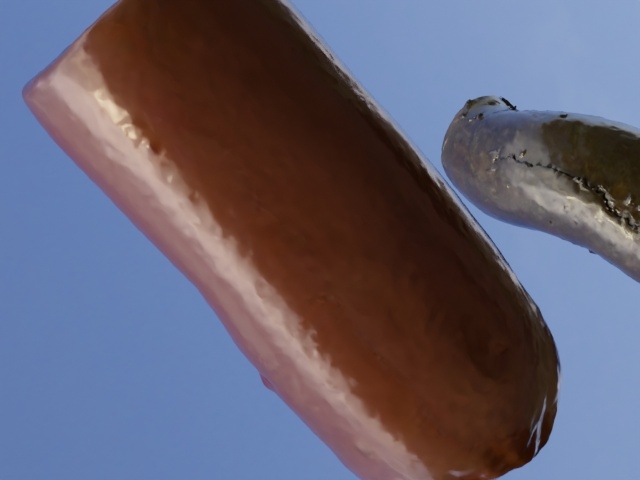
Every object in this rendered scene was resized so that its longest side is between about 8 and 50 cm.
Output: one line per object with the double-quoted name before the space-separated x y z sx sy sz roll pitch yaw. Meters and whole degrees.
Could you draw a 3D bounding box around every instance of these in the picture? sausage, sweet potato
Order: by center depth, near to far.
"sausage" 0.000 0.000 0.632 0.259 0.113 0.113 49 -133 -7
"sweet potato" 0.200 -0.009 0.935 0.286 0.112 0.085 32 -119 19
